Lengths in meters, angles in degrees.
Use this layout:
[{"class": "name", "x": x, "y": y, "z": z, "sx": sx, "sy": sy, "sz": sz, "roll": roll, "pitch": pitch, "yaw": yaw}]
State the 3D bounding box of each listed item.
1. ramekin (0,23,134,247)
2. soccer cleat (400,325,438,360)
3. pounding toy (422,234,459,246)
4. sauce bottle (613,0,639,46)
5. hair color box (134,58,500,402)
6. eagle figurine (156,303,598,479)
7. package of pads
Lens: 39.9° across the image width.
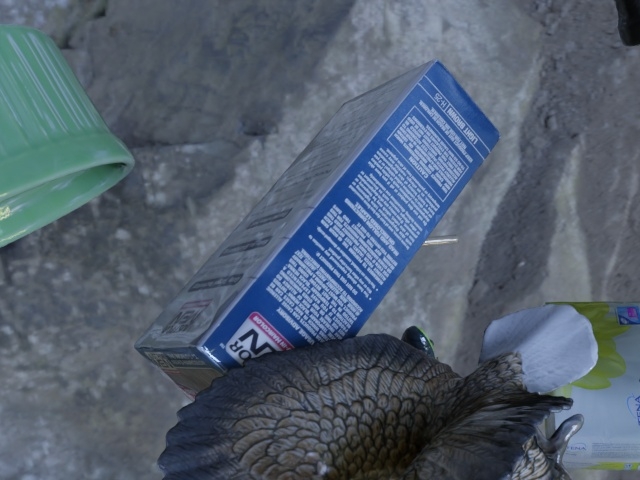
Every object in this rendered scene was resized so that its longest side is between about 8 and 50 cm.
[{"class": "ramekin", "x": -0.339, "y": -0.070, "z": 0.803, "sx": 0.303, "sy": 0.303, "sz": 0.148, "roll": -25, "pitch": 93, "yaw": 39}, {"class": "soccer cleat", "x": 0.123, "y": 0.199, "z": 1.257, "sx": 0.060, "sy": 0.072, "sz": 0.179, "roll": 37, "pitch": 140, "yaw": 37}, {"class": "pounding toy", "x": 0.060, "y": 0.005, "z": 1.044, "sx": 0.141, "sy": 0.130, "sz": 0.100, "roll": 45, "pitch": 146, "yaw": 8}, {"class": "sauce bottle", "x": 0.272, "y": -0.355, "z": 0.821, "sx": 0.111, "sy": 0.111, "sz": 0.344, "roll": -9, "pitch": 106, "yaw": 40}, {"class": "hair color box", "x": 0.000, "y": 0.000, "z": 0.811, "sx": 0.105, "sy": 0.347, "sz": 0.174, "roll": 46, "pitch": 156, "yaw": -16}, {"class": "eagle figurine", "x": 0.074, "y": 0.154, "z": 0.613, "sx": 0.226, "sy": 0.298, "sz": 0.225, "roll": -42, "pitch": 49, "yaw": 30}, {"class": "package of pads", "x": 0.477, "y": 0.230, "z": 1.438, "sx": 0.229, "sy": 0.296, "sz": 0.101, "roll": -2, "pitch": 134, "yaw": 10}]
